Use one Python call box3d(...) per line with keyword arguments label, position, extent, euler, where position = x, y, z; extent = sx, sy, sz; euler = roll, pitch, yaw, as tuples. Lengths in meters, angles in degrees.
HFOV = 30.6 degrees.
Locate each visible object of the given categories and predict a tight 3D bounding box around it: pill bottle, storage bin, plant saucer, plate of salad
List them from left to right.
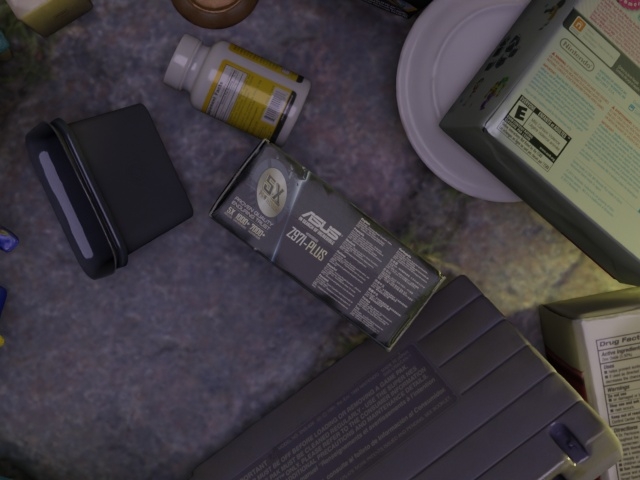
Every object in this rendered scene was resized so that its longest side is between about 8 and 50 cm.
box3d(label="storage bin", position=(-0.175, -0.047, 0.990), extent=(0.091, 0.098, 0.135), euler=(-26, 95, -30))
box3d(label="plant saucer", position=(-0.092, -0.226, 1.018), extent=(0.083, 0.015, 0.083), euler=(0, 93, -5))
box3d(label="pill bottle", position=(-0.072, -0.131, 0.999), extent=(0.116, 0.065, 0.065), euler=(25, 91, -5))
box3d(label="plate of salad", position=(0.162, -0.133, 1.025), extent=(0.200, 0.048, 0.199), euler=(0, 93, -8))

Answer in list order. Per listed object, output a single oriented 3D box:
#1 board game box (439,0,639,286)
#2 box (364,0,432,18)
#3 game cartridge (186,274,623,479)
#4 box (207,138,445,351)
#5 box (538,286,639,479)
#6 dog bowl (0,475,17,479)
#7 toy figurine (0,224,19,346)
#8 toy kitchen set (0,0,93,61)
box3d(label="board game box", position=(0.281, -0.144, 0.976), extent=(0.224, 0.097, 0.303), euler=(39, 83, -16))
box3d(label="box", position=(0.058, -0.334, 0.959), extent=(0.163, 0.142, 0.247), euler=(22, 90, -6))
box3d(label="game cartridge", position=(0.038, 0.200, 0.954), extent=(0.355, 0.230, 0.068), euler=(-36, 127, -2))
box3d(label="box", position=(0.000, 0.000, 0.971), extent=(0.180, 0.147, 0.077), euler=(37, 90, -5))
box3d(label="box", position=(0.290, 0.159, 1.011), extent=(0.149, 0.127, 0.232), euler=(-10, 93, -3))
box3d(label="dog bowl", position=(-0.235, 0.235, 0.929), extent=(0.297, 0.166, 0.074), euler=(8, 77, 28))
box3d(label="toy figurine", position=(-0.337, 0.037, 0.937), extent=(0.191, 0.217, 0.362), euler=(4, 72, 14))
box3d(label="toy kitchen set", position=(-0.322, -0.211, 0.947), extent=(0.207, 0.122, 0.166), euler=(-33, 95, -2))
